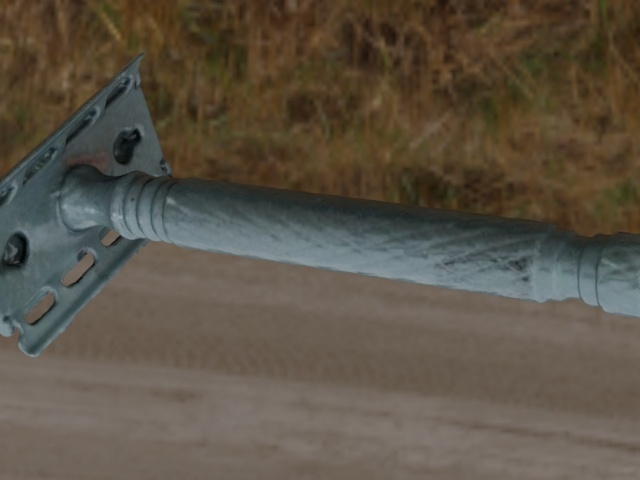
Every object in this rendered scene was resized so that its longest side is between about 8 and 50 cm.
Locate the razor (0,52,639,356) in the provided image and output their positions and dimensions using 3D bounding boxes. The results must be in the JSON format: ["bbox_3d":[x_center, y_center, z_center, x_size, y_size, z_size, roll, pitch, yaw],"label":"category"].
[{"bbox_3d":[0.000,0.000,0.511,0.232,0.106,0.068,10,131,31],"label":"razor"}]
